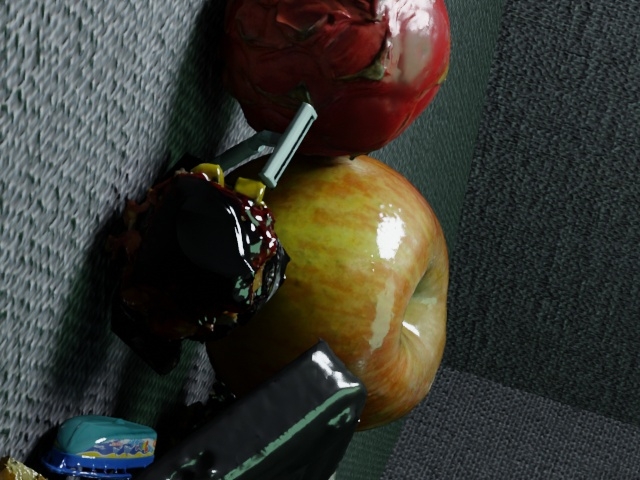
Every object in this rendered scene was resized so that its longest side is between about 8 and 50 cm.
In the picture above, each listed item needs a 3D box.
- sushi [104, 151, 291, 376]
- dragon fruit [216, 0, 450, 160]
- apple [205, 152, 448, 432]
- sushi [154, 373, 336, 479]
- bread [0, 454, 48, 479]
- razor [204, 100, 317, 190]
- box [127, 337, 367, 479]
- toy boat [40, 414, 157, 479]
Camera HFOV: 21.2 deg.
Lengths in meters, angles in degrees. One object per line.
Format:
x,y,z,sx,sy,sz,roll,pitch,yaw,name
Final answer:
-0.111,0.013,1.537,0.172,0.153,0.150,-47,-179,-21,sushi
0.014,-0.193,1.668,0.252,0.241,0.241,113,2,-50,dragon fruit
-0.012,0.048,1.782,0.301,0.301,0.301,17,90,-80,apple
-0.077,0.247,1.979,0.348,0.207,0.234,-48,142,-78,sushi
-0.259,0.224,1.407,0.036,0.047,0.083,-27,-145,60,bread
-0.077,-0.081,1.642,0.084,0.036,0.211,-59,-160,-20,razor
-0.122,0.257,1.571,0.350,0.091,0.359,-35,164,-22,box
-0.206,0.214,1.533,0.175,0.091,0.110,22,81,-75,toy boat
